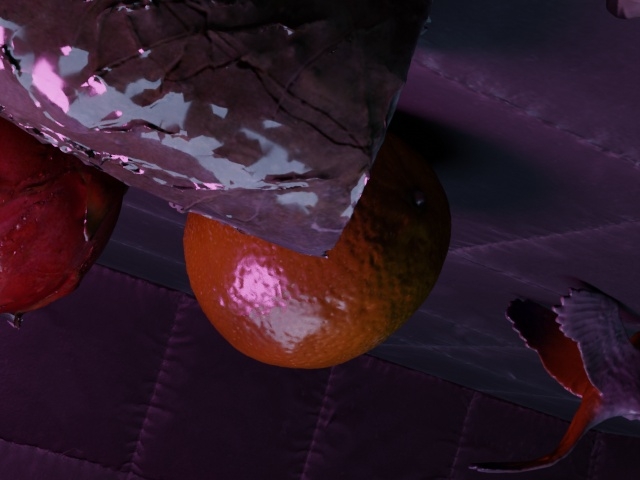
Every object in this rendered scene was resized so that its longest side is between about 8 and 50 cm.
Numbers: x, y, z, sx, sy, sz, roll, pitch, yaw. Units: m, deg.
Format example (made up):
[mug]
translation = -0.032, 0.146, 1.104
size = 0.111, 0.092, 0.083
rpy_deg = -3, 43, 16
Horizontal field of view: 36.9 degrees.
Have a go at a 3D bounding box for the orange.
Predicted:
[orange]
translation = 0.000, 0.000, 0.934
size = 0.264, 0.264, 0.264
rpy_deg = 16, 168, 3

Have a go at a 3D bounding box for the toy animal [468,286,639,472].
[toy animal]
translation = 0.393, 0.233, 1.378
size = 0.301, 0.284, 0.225
rpy_deg = 19, 166, -8

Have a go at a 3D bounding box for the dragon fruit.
[dragon fruit]
translation = -0.372, -0.064, 1.085
size = 0.295, 0.302, 0.295
rpy_deg = 33, -178, -1

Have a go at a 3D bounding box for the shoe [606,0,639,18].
[shoe]
translation = 0.200, -0.138, 0.329
size = 0.137, 0.114, 0.291
rpy_deg = 21, 171, 3

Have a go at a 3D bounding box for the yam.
[yam]
translation = -0.074, -0.131, 0.585
size = 0.271, 0.203, 0.201
rpy_deg = 19, 146, -7
